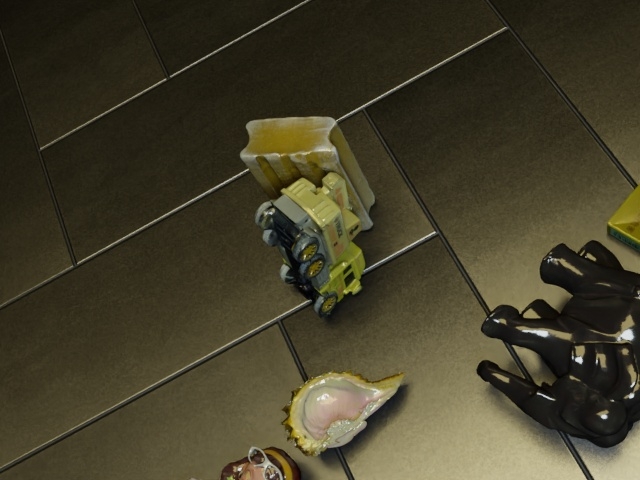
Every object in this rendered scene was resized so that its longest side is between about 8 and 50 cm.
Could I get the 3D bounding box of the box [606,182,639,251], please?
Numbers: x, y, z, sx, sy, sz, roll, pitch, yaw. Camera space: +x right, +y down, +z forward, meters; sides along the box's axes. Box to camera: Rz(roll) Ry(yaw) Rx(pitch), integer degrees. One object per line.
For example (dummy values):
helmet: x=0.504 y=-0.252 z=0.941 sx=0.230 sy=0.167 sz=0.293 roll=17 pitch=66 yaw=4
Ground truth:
box: x=0.630 y=-0.006 z=1.463 sx=0.279 sy=0.041 sz=0.153 roll=36 pitch=78 yaw=29

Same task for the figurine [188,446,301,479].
figurine: x=-0.130 y=0.437 z=1.436 sx=0.240 sy=0.116 sz=0.174 roll=-47 pitch=57 yaw=-2

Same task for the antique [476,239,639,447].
antique: x=0.419 y=0.151 z=1.367 sx=0.322 sy=0.185 sz=0.255 roll=-42 pitch=57 yaw=-10

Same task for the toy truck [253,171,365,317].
toy truck: x=0.000 y=0.000 z=1.536 sx=0.157 sy=0.272 sz=0.124 roll=-40 pitch=58 yaw=-14

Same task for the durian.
durian: x=0.044 y=0.281 z=1.489 sx=0.224 sy=0.078 sz=0.140 roll=-22 pitch=46 yaw=-6

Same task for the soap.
soap: x=-0.017 y=-0.111 z=1.592 sx=0.173 sy=0.274 sz=0.089 roll=1 pitch=65 yaw=19
